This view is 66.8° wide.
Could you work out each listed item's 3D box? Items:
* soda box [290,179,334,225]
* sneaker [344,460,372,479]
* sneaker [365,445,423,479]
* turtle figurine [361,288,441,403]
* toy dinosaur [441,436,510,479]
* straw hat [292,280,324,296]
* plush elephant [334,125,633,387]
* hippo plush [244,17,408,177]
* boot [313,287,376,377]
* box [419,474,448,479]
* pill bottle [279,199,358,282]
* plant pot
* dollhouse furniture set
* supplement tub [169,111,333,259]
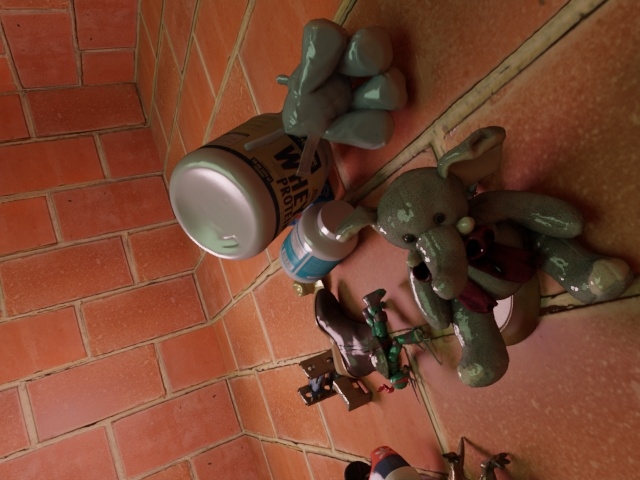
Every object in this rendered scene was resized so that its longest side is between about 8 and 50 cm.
[{"bbox_3d":[-0.043,-0.102,1.299,0.210,0.067,0.071,-34,73,63],"label":"soda box"},{"bbox_3d":[0.151,0.765,1.336,0.281,0.107,0.162,48,146,42],"label":"sneaker"},{"bbox_3d":[0.167,0.637,1.130,0.148,0.131,0.349,-143,50,-62],"label":"sneaker"},{"bbox_3d":[0.157,0.229,1.037,0.175,0.118,0.234,113,141,-51],"label":"turtle figurine"},{"bbox_3d":[0.291,0.499,0.857,0.295,0.127,0.200,-133,40,-62],"label":"toy dinosaur"},{"bbox_3d":[-0.048,0.130,1.399,0.144,0.061,0.144,49,158,28],"label":"straw hat"},{"bbox_3d":[0.184,0.000,0.652,0.272,0.256,0.329,-43,52,33],"label":"plush elephant"},{"bbox_3d":[0.028,-0.280,0.952,0.294,0.234,0.236,-59,14,20],"label":"hippo plush"},{"bbox_3d":[0.085,0.221,1.231,0.207,0.090,0.248,-29,75,51],"label":"boot"},{"bbox_3d":[0.259,0.597,1.098,0.178,0.043,0.108,-43,64,62],"label":"box"},{"bbox_3d":[0.000,0.000,1.178,0.146,0.146,0.264,68,153,14],"label":"pill bottle"},{"bbox_3d":[0.263,0.071,0.827,0.236,0.033,0.236,40,138,49],"label":"plant pot"},{"bbox_3d":[0.033,0.424,1.355,0.183,0.129,0.129,46,142,44],"label":"dollhouse furniture set"},{"bbox_3d":[-0.130,-0.131,1.031,0.236,0.325,0.235,15,127,21],"label":"supplement tub"}]
